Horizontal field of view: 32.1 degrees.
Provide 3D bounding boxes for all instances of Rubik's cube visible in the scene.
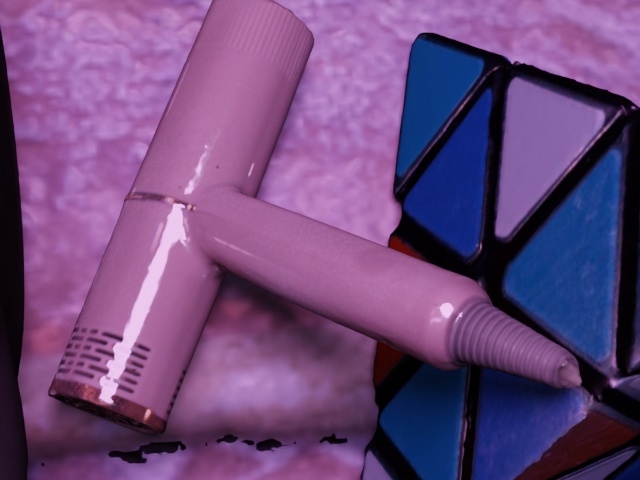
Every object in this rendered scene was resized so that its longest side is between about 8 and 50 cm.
[{"bbox_3d":[0.157,0.020,0.502,0.234,0.284,0.250,13,40,-23],"label":"Rubik's cube"}]

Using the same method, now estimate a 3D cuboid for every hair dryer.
[{"bbox_3d":[0.006,-0.011,0.430,0.220,0.054,0.195,4,68,40],"label":"hair dryer"}]

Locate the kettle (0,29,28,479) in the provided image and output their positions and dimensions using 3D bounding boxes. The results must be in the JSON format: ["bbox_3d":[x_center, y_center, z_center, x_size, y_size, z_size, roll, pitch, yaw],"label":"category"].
[{"bbox_3d":[-0.288,0.025,0.340,0.377,0.250,0.361,-6,62,-11],"label":"kettle"}]
